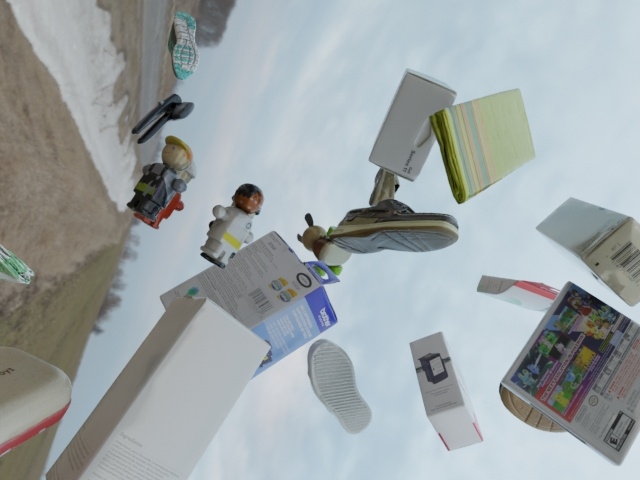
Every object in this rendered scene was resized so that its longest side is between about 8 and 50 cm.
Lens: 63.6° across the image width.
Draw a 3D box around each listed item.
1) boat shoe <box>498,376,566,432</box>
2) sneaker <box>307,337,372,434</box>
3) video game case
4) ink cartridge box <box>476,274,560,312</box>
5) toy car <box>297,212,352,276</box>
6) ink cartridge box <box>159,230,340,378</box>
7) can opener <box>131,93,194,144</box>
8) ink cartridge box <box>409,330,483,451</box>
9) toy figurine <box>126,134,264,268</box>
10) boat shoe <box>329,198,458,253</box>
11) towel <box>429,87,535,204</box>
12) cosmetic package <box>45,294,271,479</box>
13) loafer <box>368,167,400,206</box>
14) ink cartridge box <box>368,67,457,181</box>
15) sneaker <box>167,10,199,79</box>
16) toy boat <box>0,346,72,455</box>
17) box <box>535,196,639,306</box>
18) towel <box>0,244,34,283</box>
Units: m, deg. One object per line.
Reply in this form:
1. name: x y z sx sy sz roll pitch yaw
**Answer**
1. boat shoe: 0.478 0.322 1.035 0.092 0.284 0.103 -121 -134 -77
2. sneaker: 0.026 0.408 1.489 0.135 0.366 0.150 -33 -147 -20
3. video game case: 0.399 0.188 0.762 0.201 0.183 0.023 -49 161 -17
4. ink cartridge box: 0.533 0.142 1.290 0.056 0.180 0.224 -71 -162 -3
5. toy car: 0.000 0.000 1.643 0.188 0.148 0.155 37 -68 34
6. ink cartridge box: -0.147 0.149 1.236 0.395 0.151 0.270 -32 -138 -12
7. can opener: -0.365 -0.280 1.170 0.073 0.059 0.186 -6 -148 34
8. ink cartridge box: 0.321 0.383 1.332 0.100 0.172 0.237 -22 -146 13
9. toy figurine: -0.200 -0.063 0.868 0.148 0.212 0.209 -60 -172 -12
10. boat shoe: 0.071 -0.018 0.520 0.152 0.056 0.049 -2 -119 44
11. towel: 0.204 -0.122 0.622 0.021 0.237 0.102 -7 -76 42
12. cosmetic package: -0.269 0.281 0.858 0.366 0.155 0.196 -56 -159 -20
13. loafer: 0.138 -0.119 1.062 0.056 0.050 0.148 120 -7 -56
14. ink cartridge box: 0.153 -0.203 0.873 0.208 0.086 0.153 -66 180 -69
15. sneaker: -0.323 -0.441 1.200 0.076 0.064 0.167 -23 -117 51
16. toy boat: -0.430 0.235 0.629 0.231 0.150 0.151 -18 130 -80
17. box: 0.466 0.007 0.869 0.094 0.113 0.275 -46 -177 14
18. towel: -0.791 0.001 1.082 0.325 0.247 0.038 91 7 -61
